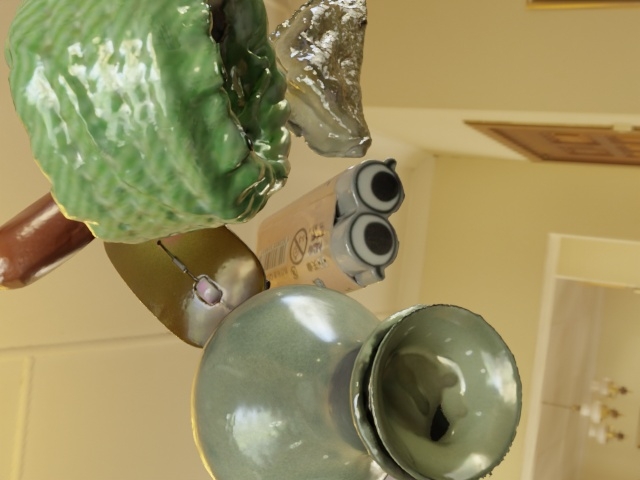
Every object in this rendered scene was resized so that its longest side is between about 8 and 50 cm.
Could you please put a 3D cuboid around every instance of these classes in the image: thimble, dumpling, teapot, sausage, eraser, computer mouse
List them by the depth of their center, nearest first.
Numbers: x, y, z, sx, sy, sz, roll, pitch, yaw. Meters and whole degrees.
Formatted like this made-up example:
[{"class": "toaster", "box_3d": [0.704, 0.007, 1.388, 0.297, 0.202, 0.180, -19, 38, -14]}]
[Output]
[{"class": "teapot", "box_3d": [0.019, 0.110, 0.579, 0.183, 0.251, 0.183, 6, -104, -25]}, {"class": "thimble", "box_3d": [-0.113, -0.111, 0.602, 0.219, 0.150, 0.219, -13, -90, -79]}, {"class": "sausage", "box_3d": [-0.285, -0.012, 0.881, 0.194, 0.077, 0.077, -49, -43, -44]}, {"class": "dumpling", "box_3d": [-0.015, -0.243, 1.066, 0.086, 0.166, 0.332, 97, 174, -50]}, {"class": "computer mouse", "box_3d": [-0.197, 0.014, 1.128, 0.158, 0.310, 0.072, -52, -32, 8]}, {"class": "eraser", "box_3d": [0.000, 0.000, 1.151, 0.087, 0.290, 0.171, 15, -110, -25]}]

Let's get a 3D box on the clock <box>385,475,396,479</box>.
[{"class": "clock", "box_3d": [0.043, 0.237, 0.815, 0.068, 0.197, 0.197, -32, -57, -47]}]
